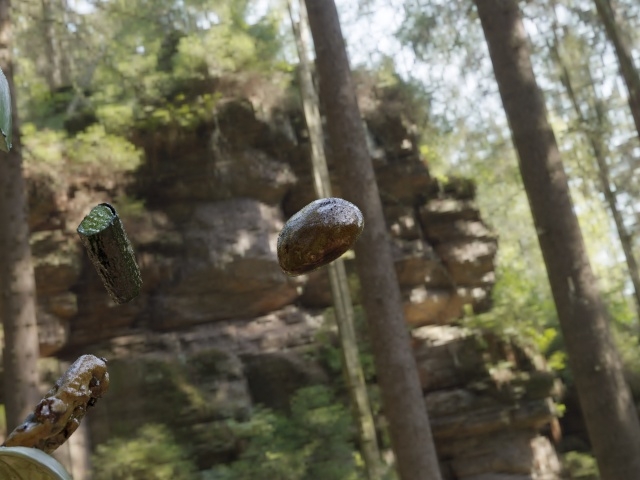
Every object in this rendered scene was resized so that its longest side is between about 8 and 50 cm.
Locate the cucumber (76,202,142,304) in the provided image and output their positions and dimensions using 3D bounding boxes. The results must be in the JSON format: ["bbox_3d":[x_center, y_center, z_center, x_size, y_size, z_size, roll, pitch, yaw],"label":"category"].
[{"bbox_3d":[-0.356,0.032,1.835,0.062,0.078,0.211,19,-33,28],"label":"cucumber"}]

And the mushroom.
[{"bbox_3d":[0.000,0.000,1.338,0.127,0.127,0.087,-26,-66,40],"label":"mushroom"}]

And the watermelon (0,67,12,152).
[{"bbox_3d":[-0.769,-0.345,2.213,0.302,0.151,0.264,19,-29,15],"label":"watermelon"}]

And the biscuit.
[{"bbox_3d":[-0.476,0.327,1.803,0.334,0.081,0.289,-45,3,40],"label":"biscuit"}]

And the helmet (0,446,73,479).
[{"bbox_3d":[-0.422,0.400,1.501,0.204,0.257,0.137,-8,9,4],"label":"helmet"}]
